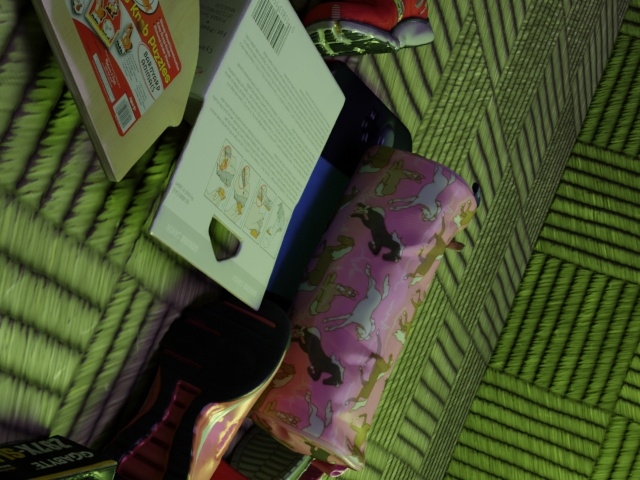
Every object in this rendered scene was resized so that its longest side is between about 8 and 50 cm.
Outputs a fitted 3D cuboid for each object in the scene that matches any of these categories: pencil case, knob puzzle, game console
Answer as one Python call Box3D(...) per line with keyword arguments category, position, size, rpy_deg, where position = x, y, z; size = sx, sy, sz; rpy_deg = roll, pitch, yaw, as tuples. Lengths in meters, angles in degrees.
Box3D(category="pencil case", position=(0.050, 0.079, 1.367), size=(0.386, 0.167, 0.160), rpy_deg=(-63, -176, -15))
Box3D(category="knob puzzle", position=(-0.151, -0.171, 0.899), size=(0.213, 0.030, 0.213), rpy_deg=(-11, 102, -63))
Box3D(category="game console", position=(0.000, 0.000, 1.438), size=(0.386, 0.060, 0.342), rpy_deg=(-69, 161, -5))

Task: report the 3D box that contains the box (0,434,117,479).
Box3D(category="box", position=(-0.302, 0.329, 0.921), size=(0.257, 0.079, 0.322), rpy_deg=(12, 97, -68))

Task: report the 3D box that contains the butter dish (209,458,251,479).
Box3D(category="butter dish", position=(-0.115, 0.320, 1.303), size=(0.160, 0.118, 0.160), rpy_deg=(119, -4, -73))

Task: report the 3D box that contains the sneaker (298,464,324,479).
Box3D(category="sneaker", position=(-0.072, 0.383, 1.538), size=(0.252, 0.103, 0.111), rpy_deg=(-23, 128, -64))

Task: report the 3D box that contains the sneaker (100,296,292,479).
Box3D(category="sneaker", position=(-0.142, 0.189, 1.209), size=(0.314, 0.116, 0.136), rpy_deg=(-54, 169, -31))

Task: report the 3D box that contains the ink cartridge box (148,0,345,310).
Box3D(category="ink cartridge box", position=(-0.083, -0.092, 1.120), size=(0.261, 0.066, 0.296), rpy_deg=(-67, 160, -10))

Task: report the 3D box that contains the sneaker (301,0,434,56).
Box3D(category="sneaker", position=(0.047, -0.271, 1.296), size=(0.279, 0.107, 0.118), rpy_deg=(-32, 119, -65))

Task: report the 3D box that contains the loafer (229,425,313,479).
Box3D(category="loafer", position=(-0.040, 0.278, 1.535), size=(0.251, 0.094, 0.087), rpy_deg=(-47, 145, -49))
